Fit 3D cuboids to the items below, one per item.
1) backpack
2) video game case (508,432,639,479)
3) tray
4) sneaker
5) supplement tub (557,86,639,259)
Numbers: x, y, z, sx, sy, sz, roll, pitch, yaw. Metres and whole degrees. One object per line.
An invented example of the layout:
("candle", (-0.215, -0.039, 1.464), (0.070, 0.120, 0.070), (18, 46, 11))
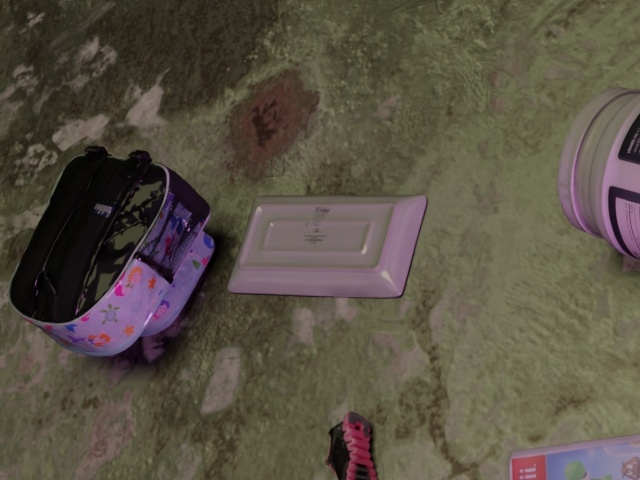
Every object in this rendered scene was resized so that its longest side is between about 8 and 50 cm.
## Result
("backpack", (-0.280, 0.029, 2.131), (0.225, 0.191, 0.253), (10, 62, 40))
("video game case", (0.319, 0.281, 1.551), (0.285, 0.025, 0.204), (-12, 57, 24))
("tray", (0.000, 0.000, 2.069), (0.270, 0.030, 0.145), (1, 63, 34))
("sneaker", (0.030, 0.261, 1.886), (0.057, 0.047, 0.119), (-31, 44, 34))
("supplement tub", (0.409, -0.056, 1.712), (0.272, 0.191, 0.191), (20, 76, 43))
